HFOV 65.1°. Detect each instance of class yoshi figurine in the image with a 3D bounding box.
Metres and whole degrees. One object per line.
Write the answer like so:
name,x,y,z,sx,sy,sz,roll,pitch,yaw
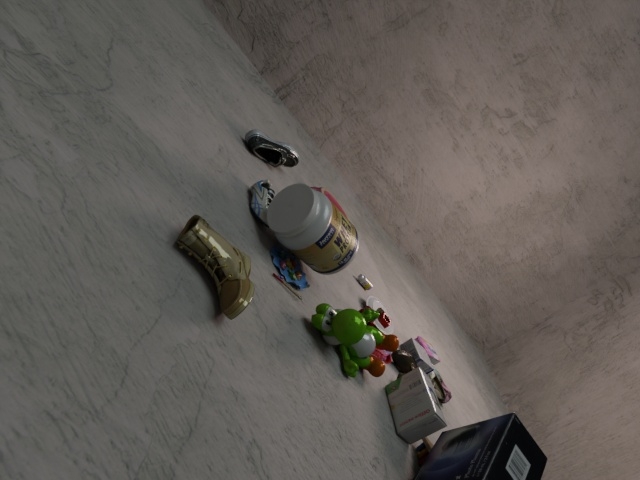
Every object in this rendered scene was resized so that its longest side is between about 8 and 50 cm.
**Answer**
yoshi figurine,0.126,0.322,1.641,0.362,0.203,0.203,39,29,-37

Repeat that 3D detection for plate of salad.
plate of salad,0.262,0.341,2.257,0.200,0.048,0.199,39,30,-28

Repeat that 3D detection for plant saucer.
plant saucer,0.050,-0.151,2.586,0.332,0.084,0.332,49,17,-21

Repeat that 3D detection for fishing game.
fishing game,-0.099,0.090,1.733,0.189,0.041,0.264,46,18,-21

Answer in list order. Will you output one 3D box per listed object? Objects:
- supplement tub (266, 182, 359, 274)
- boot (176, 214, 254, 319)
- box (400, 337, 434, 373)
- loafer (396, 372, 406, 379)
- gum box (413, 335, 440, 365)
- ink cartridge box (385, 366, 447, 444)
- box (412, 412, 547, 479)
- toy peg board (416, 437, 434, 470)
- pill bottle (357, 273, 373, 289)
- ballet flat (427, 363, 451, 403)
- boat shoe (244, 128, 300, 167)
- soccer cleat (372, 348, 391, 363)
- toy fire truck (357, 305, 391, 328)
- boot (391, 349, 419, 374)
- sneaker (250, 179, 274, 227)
supplement tub,-0.024,-0.038,1.779,0.316,0.228,0.228,42,20,-47
boot,-0.259,0.057,1.223,0.203,0.095,0.262,47,16,-28
box,0.450,0.545,2.337,0.137,0.072,0.126,43,19,-35
loafer,0.385,0.602,1.986,0.251,0.094,0.087,46,22,-28
gum box,0.529,0.564,2.545,0.188,0.062,0.107,37,24,-49
ink cartridge box,0.332,0.580,1.764,0.093,0.154,0.212,49,16,-27
box,0.456,0.692,1.474,0.182,0.294,0.296,55,41,4
toy peg board,0.386,0.772,1.711,0.161,0.079,0.160,52,0,-11
pill bottle,0.213,0.199,2.411,0.083,0.043,0.043,48,17,-25
ballet flat,0.535,0.666,2.358,0.079,0.077,0.221,-21,76,-54
boat shoe,-0.213,-0.387,2.287,0.335,0.121,0.119,17,47,-49
soccer cleat,0.212,0.415,1.903,0.248,0.083,0.095,32,32,-60
toy fire truck,0.212,0.308,2.010,0.047,0.135,0.192,51,16,-13
boot,0.374,0.546,2.097,0.219,0.082,0.106,47,15,-33
sneaker,-0.204,-0.141,1.819,0.085,0.086,0.237,43,20,-40
